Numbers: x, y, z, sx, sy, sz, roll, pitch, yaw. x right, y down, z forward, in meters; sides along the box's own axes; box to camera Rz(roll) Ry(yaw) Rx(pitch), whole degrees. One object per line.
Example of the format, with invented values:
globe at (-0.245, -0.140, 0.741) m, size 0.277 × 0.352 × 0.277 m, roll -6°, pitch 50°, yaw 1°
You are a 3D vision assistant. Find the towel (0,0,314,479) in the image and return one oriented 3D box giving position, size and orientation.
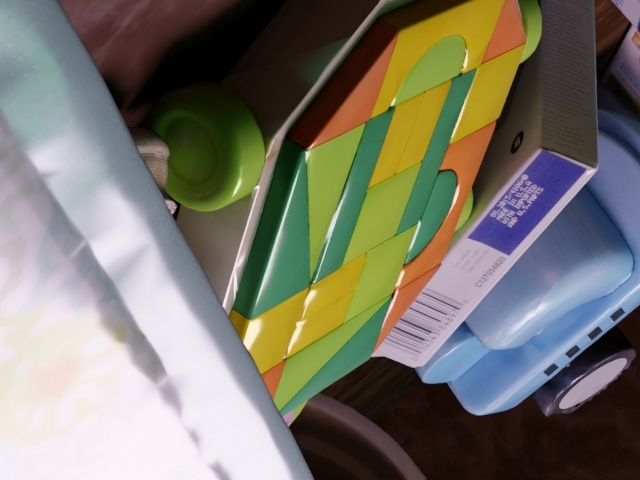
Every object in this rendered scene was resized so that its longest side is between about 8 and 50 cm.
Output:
towel at (-0.168, 0.089, 0.461) m, size 0.320 × 0.090 × 0.374 m, roll -39°, pitch 144°, yaw -12°

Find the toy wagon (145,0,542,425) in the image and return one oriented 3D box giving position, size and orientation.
toy wagon at (0.000, 0.000, 0.884) m, size 0.267 × 0.068 × 0.344 m, roll -28°, pitch 145°, yaw -47°

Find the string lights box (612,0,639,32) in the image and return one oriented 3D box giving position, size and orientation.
string lights box at (0.308, -0.117, 1.180) m, size 0.077 × 0.260 × 0.133 m, roll -39°, pitch 171°, yaw 4°

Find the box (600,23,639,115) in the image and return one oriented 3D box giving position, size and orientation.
box at (0.344, -0.163, 1.549) m, size 0.103 × 0.114 × 0.203 m, roll -38°, pitch 172°, yaw -7°

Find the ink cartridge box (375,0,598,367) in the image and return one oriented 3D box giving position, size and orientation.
ink cartridge box at (0.104, -0.066, 1.083) m, size 0.223 × 0.045 × 0.224 m, roll 126°, pitch -19°, yaw -44°

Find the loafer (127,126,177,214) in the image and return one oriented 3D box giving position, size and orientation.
loafer at (-0.156, 0.057, 0.729) m, size 0.268 × 0.092 × 0.102 m, roll -41°, pitch 170°, yaw 9°

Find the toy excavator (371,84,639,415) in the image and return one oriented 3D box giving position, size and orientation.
toy excavator at (0.104, 0.051, 1.490) m, size 0.433 × 0.222 × 0.445 m, roll -43°, pitch 156°, yaw 25°

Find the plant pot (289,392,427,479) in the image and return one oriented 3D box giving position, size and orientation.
plant pot at (-0.049, 0.312, 1.314) m, size 0.334 × 0.334 × 0.305 m, roll -38°, pitch 157°, yaw -9°
